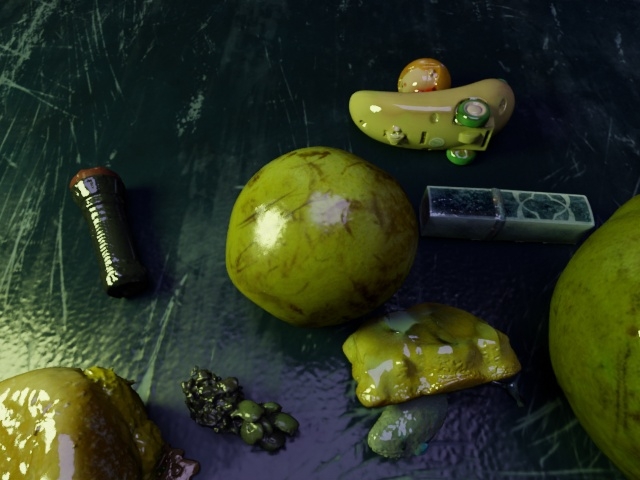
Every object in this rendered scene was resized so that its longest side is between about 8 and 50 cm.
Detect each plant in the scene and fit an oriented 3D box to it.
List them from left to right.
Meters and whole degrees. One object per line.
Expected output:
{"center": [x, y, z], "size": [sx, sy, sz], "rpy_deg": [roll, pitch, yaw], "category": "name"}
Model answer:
{"center": [-0.116, 0.238, 0.652], "size": [0.174, 0.087, 0.085], "rpy_deg": [23, 97, 8], "category": "plant"}

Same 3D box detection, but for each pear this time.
{"center": [0.000, 0.000, 0.695], "size": [0.284, 0.283, 0.283], "rpy_deg": [1, 60, -1], "category": "pear"}
{"center": [0.462, 0.133, 0.585], "size": [0.352, 0.352, 0.413], "rpy_deg": [8, 56, 3], "category": "pear"}

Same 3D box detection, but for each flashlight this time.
{"center": [-0.353, -0.012, 0.790], "size": [0.093, 0.093, 0.231], "rpy_deg": [-20, 68, -13], "category": "flashlight"}

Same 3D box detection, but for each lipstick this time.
{"center": [0.326, -0.044, 0.830], "size": [0.290, 0.076, 0.077], "rpy_deg": [4, 58, -2], "category": "lipstick"}

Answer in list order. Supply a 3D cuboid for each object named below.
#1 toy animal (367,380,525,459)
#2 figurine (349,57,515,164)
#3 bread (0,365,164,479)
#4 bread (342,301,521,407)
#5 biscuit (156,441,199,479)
{"center": [0.174, 0.239, 0.674], "size": [0.253, 0.070, 0.079], "rpy_deg": [-15, 96, -24], "category": "toy animal"}
{"center": [0.221, -0.276, 0.938], "size": [0.325, 0.124, 0.222], "rpy_deg": [3, 60, 5], "category": "figurine"}
{"center": [-0.280, 0.280, 0.548], "size": [0.176, 0.195, 0.246], "rpy_deg": [-15, 63, 5], "category": "bread"}
{"center": [0.152, 0.151, 0.673], "size": [0.233, 0.088, 0.160], "rpy_deg": [-6, 28, -9], "category": "bread"}
{"center": [-0.213, 0.311, 0.639], "size": [0.082, 0.016, 0.092], "rpy_deg": [-34, 68, -18], "category": "biscuit"}
